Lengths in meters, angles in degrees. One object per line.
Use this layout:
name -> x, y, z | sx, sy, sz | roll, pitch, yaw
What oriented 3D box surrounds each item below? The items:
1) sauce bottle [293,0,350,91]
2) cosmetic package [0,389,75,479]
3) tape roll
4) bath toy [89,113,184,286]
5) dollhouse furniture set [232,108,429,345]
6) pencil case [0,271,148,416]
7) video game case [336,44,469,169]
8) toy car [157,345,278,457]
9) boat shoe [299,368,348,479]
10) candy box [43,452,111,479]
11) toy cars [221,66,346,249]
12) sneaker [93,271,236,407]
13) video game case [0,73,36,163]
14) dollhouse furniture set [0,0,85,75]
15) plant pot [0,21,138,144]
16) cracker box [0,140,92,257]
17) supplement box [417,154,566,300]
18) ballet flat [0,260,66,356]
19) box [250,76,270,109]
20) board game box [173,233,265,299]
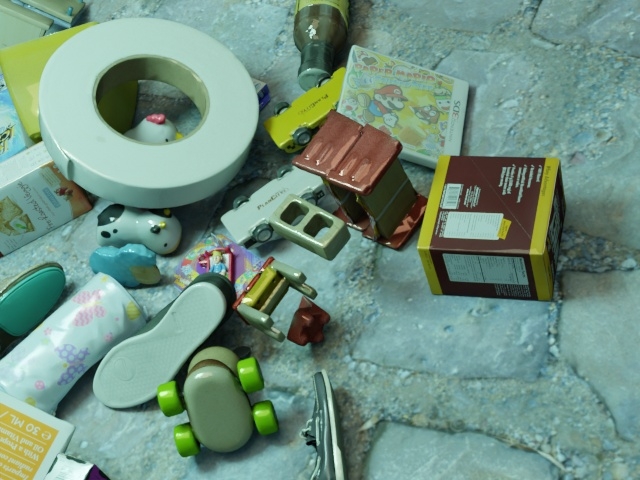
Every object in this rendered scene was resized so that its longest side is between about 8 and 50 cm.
sauce bottle -> 0.001, -0.433, 2.127 | 0.112, 0.111, 0.344 | -5, 54, 15
cosmetic package -> -0.562, 0.431, 1.551 | 0.230, 0.161, 0.453 | 27, 58, -6
tape roll -> -0.305, -0.232, 1.933 | 0.392, 0.072, 0.391 | 6, 58, -10
bath toy -> -0.312, -0.090, 1.960 | 0.152, 0.129, 0.348 | 15, 54, -13
dollhouse furniture set -> 0.000, 0.000, 1.751 | 0.152, 0.201, 0.374 | 28, 73, 32
pencil case -> -0.416, 0.178, 1.800 | 0.124, 0.113, 0.273 | 40, 73, 16
video game case -> 0.145, -0.233, 1.911 | 0.227, 0.026, 0.206 | 17, 56, -7
toy car -> -0.159, 0.227, 1.696 | 0.155, 0.148, 0.188 | -16, 22, 2
boat shoe -> -0.002, 0.286, 1.606 | 0.065, 0.075, 0.206 | -12, 56, 6
candy box -> -0.372, 0.446, 1.552 | 0.071, 0.159, 0.233 | 9, 57, 25
toy cars -> -0.036, -0.136, 1.934 | 0.177, 0.087, 0.393 | 5, 59, 30
sneaker -> -0.242, 0.162, 1.775 | 0.296, 0.147, 0.104 | -42, 89, 18
video game case -> -0.691, -0.176, 2.154 | 0.270, 0.061, 0.244 | -34, 51, 9
dollhouse furniture set -> -0.603, -0.432, 2.348 | 0.287, 0.198, 0.303 | 23, 27, -11
plant pot -> -0.480, -0.266, 2.111 | 0.212, 0.212, 0.187 | -15, 65, 7
cracker box -> -0.563, -0.069, 2.008 | 0.232, 0.155, 0.067 | -28, 51, -3
supplement box -> 0.275, -0.022, 1.711 | 0.194, 0.129, 0.191 | 3, 55, 20
ballet flat -> -0.581, 0.146, 1.888 | 0.106, 0.107, 0.316 | 21, 62, 38
box -> -0.165, -0.289, 2.125 | 0.136, 0.028, 0.081 | 25, 65, 34
board game box -> -0.181, 0.048, 1.871 | 0.169, 0.033, 0.133 | 31, 68, 35
